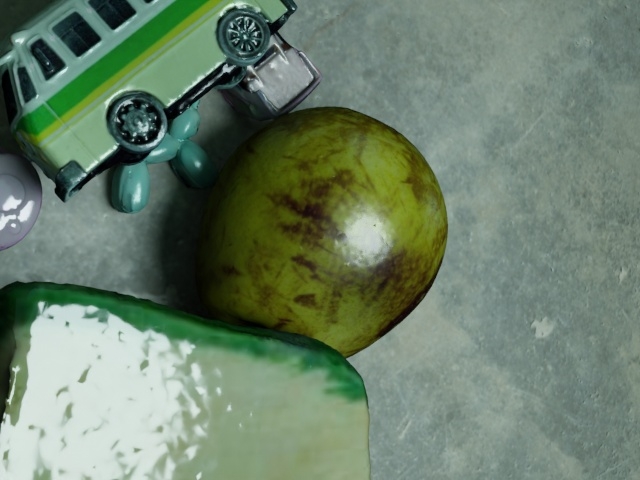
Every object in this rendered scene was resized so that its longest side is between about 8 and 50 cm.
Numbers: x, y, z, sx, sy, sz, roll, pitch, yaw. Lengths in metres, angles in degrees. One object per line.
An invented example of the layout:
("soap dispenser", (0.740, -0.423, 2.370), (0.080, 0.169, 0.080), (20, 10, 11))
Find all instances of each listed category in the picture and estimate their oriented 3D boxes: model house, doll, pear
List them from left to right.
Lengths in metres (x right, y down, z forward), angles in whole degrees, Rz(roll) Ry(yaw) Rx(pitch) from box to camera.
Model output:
("model house", (-0.194, 0.232, 0.827), (0.382, 0.343, 0.334), (12, 77, -36))
("doll", (-0.199, -0.112, 0.955), (0.159, 0.059, 0.158), (-14, 99, -25))
("pear", (0.000, 0.000, 0.937), (0.284, 0.283, 0.283), (0, 91, -27))

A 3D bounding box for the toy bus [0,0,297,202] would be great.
("toy bus", (-0.177, -0.175, 0.822), (0.276, 0.134, 0.164), (-42, 99, -15))

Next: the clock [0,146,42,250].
("clock", (-0.452, -0.002, 0.795), (0.295, 0.113, 0.322), (36, 76, -23))

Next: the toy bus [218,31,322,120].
("toy bus", (-0.120, -0.257, 0.963), (0.090, 0.112, 0.274), (-45, 109, -21))
